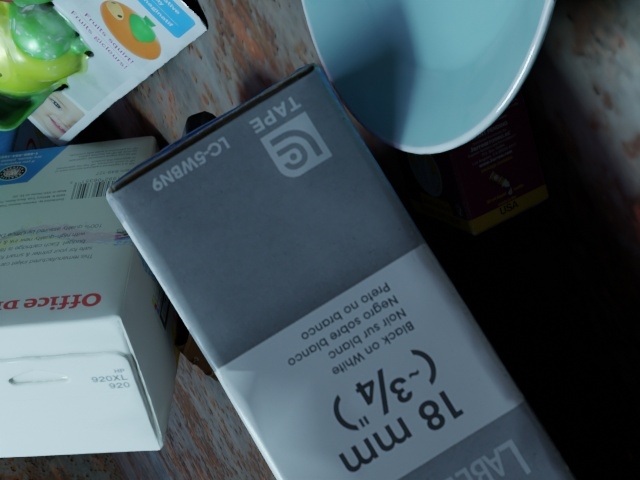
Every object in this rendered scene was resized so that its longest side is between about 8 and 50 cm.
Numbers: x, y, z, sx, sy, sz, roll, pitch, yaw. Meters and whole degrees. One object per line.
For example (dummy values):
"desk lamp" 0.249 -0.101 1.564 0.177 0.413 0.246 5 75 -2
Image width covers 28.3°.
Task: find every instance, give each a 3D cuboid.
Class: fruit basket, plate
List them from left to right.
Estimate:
"fruit basket" -0.274 -0.222 0.991 0.327 0.165 0.353 46 159 -14
"plate" 0.040 -0.126 0.473 0.188 0.024 0.188 22 115 59

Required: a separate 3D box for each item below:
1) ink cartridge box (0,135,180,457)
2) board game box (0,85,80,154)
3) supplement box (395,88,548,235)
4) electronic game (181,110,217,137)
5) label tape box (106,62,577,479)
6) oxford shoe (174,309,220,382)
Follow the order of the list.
"ink cartridge box" -0.221 0.050 1.123 0.233 0.171 0.168 -86 -12 -47
"board game box" -0.335 -0.028 1.403 0.308 0.086 0.302 85 -175 -48
"supplement box" 0.060 -0.052 0.554 0.055 0.043 0.083 28 140 63
"electronic game" -0.040 0.022 0.847 0.229 0.048 0.229 -21 -90 -86
"label tape box" 0.046 0.108 0.588 0.334 0.106 0.240 58 177 8
"oxford shoe" -0.089 0.097 1.135 0.076 0.076 0.212 25 140 61
